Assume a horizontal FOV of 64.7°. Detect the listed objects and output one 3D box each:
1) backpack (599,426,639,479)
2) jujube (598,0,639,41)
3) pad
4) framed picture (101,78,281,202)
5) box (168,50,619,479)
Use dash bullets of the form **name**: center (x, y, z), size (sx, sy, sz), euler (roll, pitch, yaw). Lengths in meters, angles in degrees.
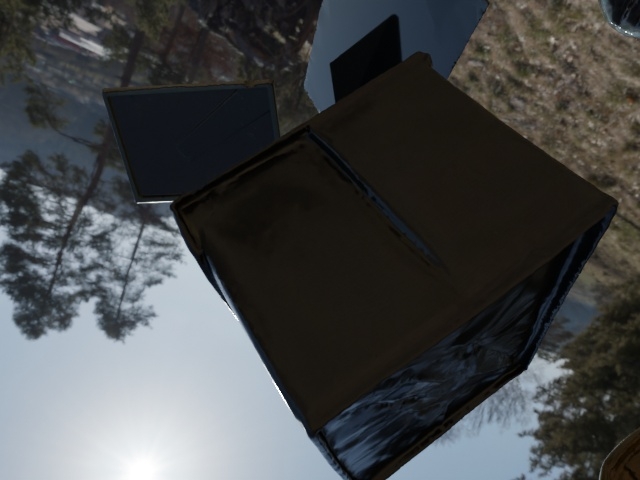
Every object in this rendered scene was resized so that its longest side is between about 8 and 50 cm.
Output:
- **backpack**: center (0.452, 0.288, 0.463), size (0.378, 0.201, 0.353), euler (-6, -156, 4)
- **jujube**: center (0.516, -0.402, 0.676), size (0.246, 0.215, 0.308), euler (50, 158, 20)
- **pad**: center (0.061, -0.231, 0.640), size (0.247, 0.007, 0.367), euler (61, 159, 18)
- **framed picture**: center (-0.209, -0.164, 0.870), size (0.290, 0.211, 0.020), euler (-1, -146, 7)
- **box**: center (0.064, 0.062, 0.483), size (0.204, 0.251, 0.345), euler (50, 168, 32)
